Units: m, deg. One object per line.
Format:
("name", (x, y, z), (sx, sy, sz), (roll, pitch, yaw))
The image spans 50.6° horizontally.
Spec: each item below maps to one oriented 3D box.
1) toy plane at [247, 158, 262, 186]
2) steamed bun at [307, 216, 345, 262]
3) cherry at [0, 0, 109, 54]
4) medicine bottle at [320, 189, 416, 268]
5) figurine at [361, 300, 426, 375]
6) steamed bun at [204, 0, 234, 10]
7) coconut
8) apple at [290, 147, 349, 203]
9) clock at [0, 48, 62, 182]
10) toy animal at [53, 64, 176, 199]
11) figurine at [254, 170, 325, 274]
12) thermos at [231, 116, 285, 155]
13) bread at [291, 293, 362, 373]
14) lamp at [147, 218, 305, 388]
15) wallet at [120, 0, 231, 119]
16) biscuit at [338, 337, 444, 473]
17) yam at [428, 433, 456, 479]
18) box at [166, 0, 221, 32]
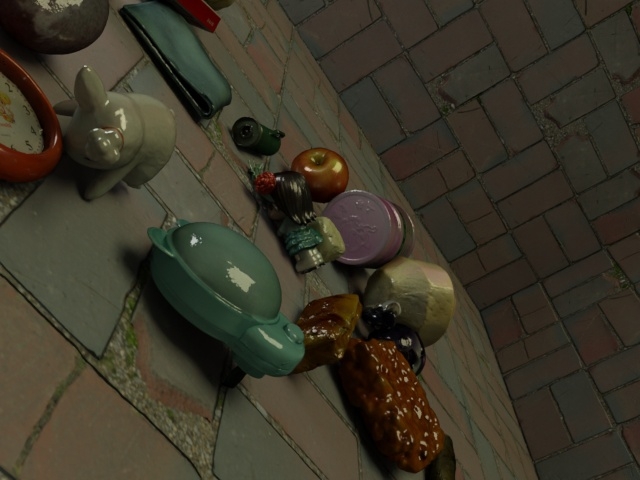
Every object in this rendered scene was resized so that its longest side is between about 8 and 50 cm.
("toy plane", (-0.149, -0.152, 1.592), (0.080, 0.033, 0.083), (46, 28, -44))
("steamed bun", (0.000, 0.000, 1.674), (0.113, 0.090, 0.130), (69, 14, 13))
("cherry", (-0.393, -0.344, 0.977), (0.176, 0.140, 0.176), (23, 58, -45))
("medicine bottle", (0.145, -0.024, 1.957), (0.212, 0.212, 0.325), (64, 15, 13))
("figurine", (0.191, 0.258, 1.734), (0.145, 0.145, 0.222), (-68, 139, -71))
("steamed bun", (-0.320, -0.750, 1.691), (0.324, 0.230, 0.372), (41, 7, 32))
("coconut", (0.258, 0.169, 1.867), (0.259, 0.259, 0.259), (53, 17, -24))
("apple", (-0.001, -0.178, 1.877), (0.139, 0.163, 0.164), (85, -10, -52))
("clock", (-0.392, -0.158, 0.795), (0.205, 0.051, 0.205), (52, 17, -23))
("toy animal", (-0.291, -0.142, 0.910), (0.141, 0.138, 0.282), (63, 12, -4))
("figurine", (-0.061, -0.046, 1.547), (0.246, 0.110, 0.138), (69, 19, 1))
("thermos", (-0.148, -0.259, 1.696), (0.073, 0.083, 0.187), (40, 9, 14))
("bread", (0.010, 0.169, 1.321), (0.271, 0.139, 0.077), (-45, 115, -72))
("lamp", (-0.133, 0.082, 1.002), (0.284, 0.147, 0.209), (61, 13, -2))
("wallet", (-0.307, -0.411, 1.521), (0.290, 0.054, 0.251), (54, 15, -15))
("biscuit", (0.157, 0.356, 1.500), (0.318, 0.110, 0.312), (65, 14, 16))
("yam", (0.295, 0.566, 1.635), (0.067, 0.071, 0.317), (23, 17, 3))
("box", (-0.347, -0.587, 1.619), (0.122, 0.050, 0.229), (29, 0, 28))
